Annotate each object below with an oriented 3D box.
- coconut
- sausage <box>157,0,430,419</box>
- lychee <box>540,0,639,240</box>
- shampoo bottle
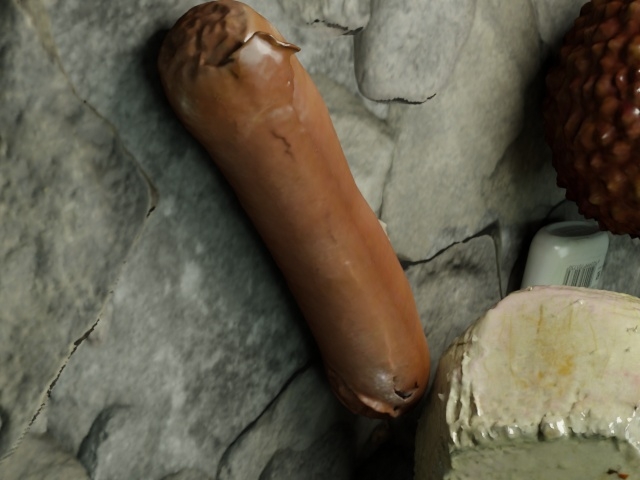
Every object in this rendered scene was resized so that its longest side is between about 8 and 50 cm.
[{"bbox_3d":[0.216,0.181,1.076,0.255,0.297,0.297,-74,162,-58],"label":"coconut"},{"bbox_3d":[0.000,0.000,0.939,0.094,0.094,0.419,-22,133,5],"label":"sausage"},{"bbox_3d":[0.332,-0.119,1.132,0.275,0.275,0.304,-41,152,-31],"label":"lychee"},{"bbox_3d":[0.222,0.091,1.273,0.108,0.051,0.221,-11,119,-47],"label":"shampoo bottle"}]
